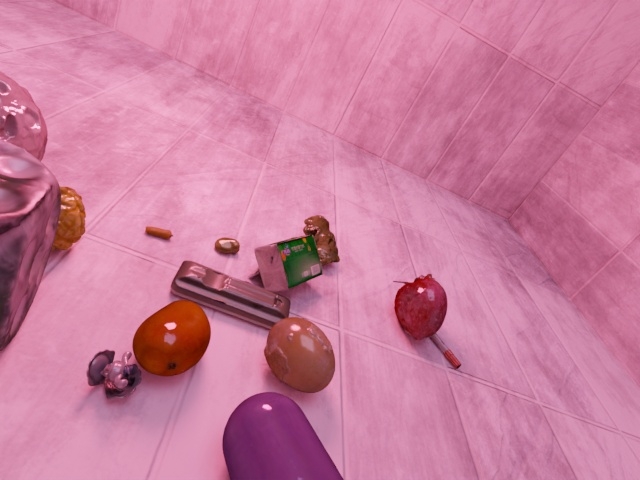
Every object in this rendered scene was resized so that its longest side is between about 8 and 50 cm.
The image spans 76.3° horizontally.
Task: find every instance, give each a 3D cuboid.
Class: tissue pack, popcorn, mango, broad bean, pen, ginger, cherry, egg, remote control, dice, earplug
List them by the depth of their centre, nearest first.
[{"bbox_3d":[-0.037,0.473,0.702,0.215,0.215,0.456,4,34,-39],"label":"earplug"},{"bbox_3d":[-0.684,-0.002,0.712,0.328,0.348,0.330,17,32,-26],"label":"dice"},{"bbox_3d":[-0.325,0.215,0.925,0.151,0.120,0.221,30,20,1],"label":"mango"},{"bbox_3d":[-0.051,0.286,1.021,0.201,0.164,0.164,47,33,19],"label":"egg"},{"bbox_3d":[-0.665,-0.059,1.027,0.173,0.173,0.142,41,47,19],"label":"popcorn"},{"bbox_3d":[-0.244,0.151,1.155,0.335,0.065,0.128,23,31,-12],"label":"remote control"},{"bbox_3d":[-0.119,0.074,1.324,0.209,0.156,0.148,-18,95,-57],"label":"tissue pack"},{"bbox_3d":[-0.307,0.016,1.341,0.083,0.045,0.063,7,46,-22],"label":"broad bean"},{"bbox_3d":[0.351,0.242,1.435,0.175,0.192,0.249,56,33,-35],"label":"cherry"},{"bbox_3d":[0.419,0.357,1.466,0.028,0.028,0.239,3,38,-39],"label":"pen"},{"bbox_3d":[-0.001,-0.002,1.606,0.137,0.089,0.290,31,27,-39],"label":"ginger"}]

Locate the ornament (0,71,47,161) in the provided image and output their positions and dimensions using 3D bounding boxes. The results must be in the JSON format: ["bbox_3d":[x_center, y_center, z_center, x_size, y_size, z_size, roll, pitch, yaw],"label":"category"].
[{"bbox_3d":[-0.858,-0.265,0.988,0.337,0.337,0.337,22,29,-13],"label":"ornament"}]

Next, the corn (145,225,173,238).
[{"bbox_3d":[-0.494,-0.024,1.250,0.083,0.028,0.027,15,37,-18],"label":"corn"}]

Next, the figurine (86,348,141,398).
[{"bbox_3d":[-0.404,0.263,0.811,0.086,0.082,0.094,9,36,9],"label":"figurine"}]
